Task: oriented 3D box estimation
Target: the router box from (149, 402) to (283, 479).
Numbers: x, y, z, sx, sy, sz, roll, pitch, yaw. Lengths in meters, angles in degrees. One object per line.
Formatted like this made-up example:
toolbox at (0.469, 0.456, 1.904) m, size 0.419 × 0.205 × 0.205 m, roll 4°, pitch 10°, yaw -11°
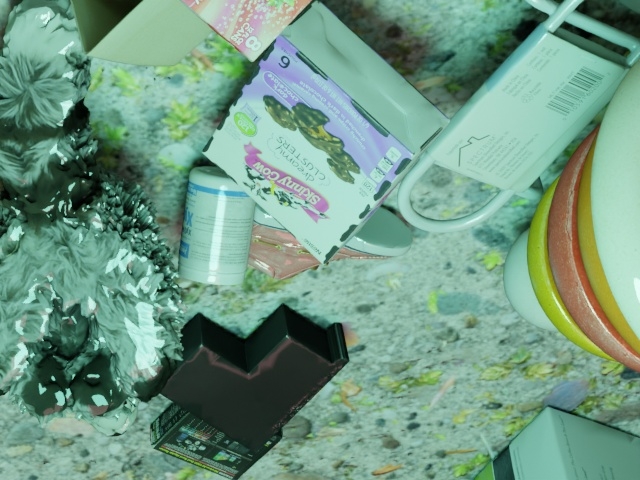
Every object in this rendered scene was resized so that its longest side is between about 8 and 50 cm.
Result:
router box at (-0.117, 0.216, 2.201) m, size 0.122 × 0.038 × 0.092 m, roll 27°, pitch 124°, yaw -30°

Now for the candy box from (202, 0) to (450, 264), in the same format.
candy box at (0.001, -0.096, 1.803) m, size 0.165 × 0.070 × 0.196 m, roll 42°, pitch 140°, yaw 3°

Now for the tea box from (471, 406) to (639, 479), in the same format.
tea box at (0.282, 0.437, 2.282) m, size 0.220 × 0.329 × 0.323 m, roll 21°, pitch 129°, yaw -28°

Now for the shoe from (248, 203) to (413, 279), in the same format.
shoe at (0.000, 0.000, 1.993) m, size 0.178 × 0.063 × 0.081 m, roll 12°, pitch 133°, yaw -13°

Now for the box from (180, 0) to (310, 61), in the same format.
box at (-0.022, -0.315, 1.556) m, size 0.300 × 0.142 × 0.154 m, roll -45°, pitch 128°, yaw 6°

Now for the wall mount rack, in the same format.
wall mount rack at (0.145, -0.173, 1.804) m, size 0.304 × 0.130 × 0.350 m, roll 20°, pitch 128°, yaw -31°

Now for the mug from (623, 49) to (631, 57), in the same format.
mug at (0.337, -0.172, 1.875) m, size 0.078 × 0.062 × 0.064 m, roll -29°, pitch 129°, yaw -16°

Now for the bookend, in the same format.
bookend at (-0.081, 0.123, 2.091) m, size 0.157 × 0.072 × 0.156 m, roll 34°, pitch 112°, yaw -25°

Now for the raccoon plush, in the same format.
raccoon plush at (-0.211, -0.017, 1.910) m, size 0.216 × 0.299 × 0.447 m, roll 11°, pitch 101°, yaw 1°

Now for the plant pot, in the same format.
plant pot at (-0.148, -0.217, 1.726) m, size 0.096 × 0.109 × 0.109 m, roll 23°, pitch 128°, yaw -42°

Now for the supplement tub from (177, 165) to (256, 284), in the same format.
supplement tub at (-0.101, -0.015, 1.923) m, size 0.071 × 0.071 × 0.107 m, roll 6°, pitch 101°, yaw -15°

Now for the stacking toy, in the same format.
stacking toy at (0.300, 0.009, 1.822) m, size 0.350 × 0.351 × 0.480 m, roll 14°, pitch 165°, yaw -22°
